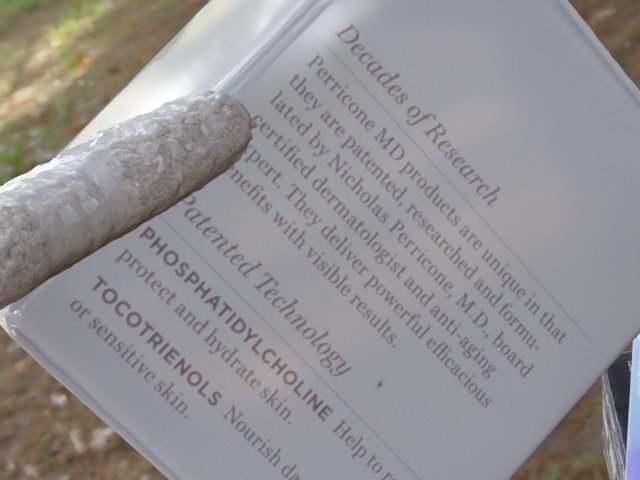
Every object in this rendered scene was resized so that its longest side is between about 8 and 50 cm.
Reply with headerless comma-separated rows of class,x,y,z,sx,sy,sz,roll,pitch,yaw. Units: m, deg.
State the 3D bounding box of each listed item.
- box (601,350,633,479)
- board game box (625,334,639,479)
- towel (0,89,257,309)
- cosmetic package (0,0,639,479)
box,0.445,0.384,1.864,0.097,0.318,0.395,-10,57,4
board game box,0.412,0.174,1.246,0.291,0.141,0.232,-30,48,57
towel,-0.168,0.014,0.647,0.282,0.049,0.187,-23,10,48
cosmetic package,0.000,0.000,1.038,0.394,0.327,0.329,-47,17,-10
